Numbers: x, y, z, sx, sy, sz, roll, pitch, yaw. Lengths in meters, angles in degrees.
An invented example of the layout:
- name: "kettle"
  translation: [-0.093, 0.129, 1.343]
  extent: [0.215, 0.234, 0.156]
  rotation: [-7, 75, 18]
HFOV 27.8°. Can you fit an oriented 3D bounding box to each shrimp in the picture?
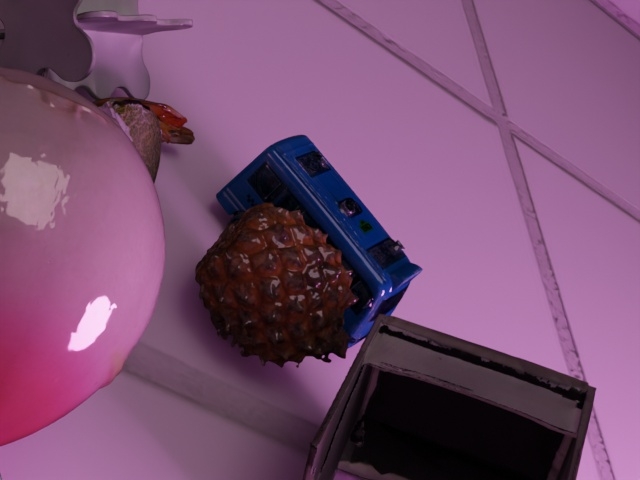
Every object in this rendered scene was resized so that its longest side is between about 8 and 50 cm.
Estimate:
- name: "shrimp"
  translation: [-0.195, -0.144, 1.506]
  extent: [0.162, 0.095, 0.045]
  rotation: [12, 58, -45]

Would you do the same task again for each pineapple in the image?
- name: "pineapple"
  translation: [-0.040, 0.060, 1.405]
  extent: [0.193, 0.166, 0.166]
  rotation: [43, 29, -7]

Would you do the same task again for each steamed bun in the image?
- name: "steamed bun"
  translation: [-0.270, 0.036, 0.998]
  extent: [0.309, 0.309, 0.309]
  rotation: [33, 32, -24]

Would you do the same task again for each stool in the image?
- name: "stool"
  translation: [0.123, 0.234, 1.294]
  extent: [0.244, 0.170, 0.269]
  rotation: [18, 28, 9]

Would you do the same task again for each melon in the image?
- name: "melon"
  translation: [-0.223, -0.077, 1.419]
  extent: [0.202, 0.093, 0.139]
  rotation: [46, 38, -77]

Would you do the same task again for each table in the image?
- name: "table"
  translation: [-0.257, -0.241, 1.479]
  extent: [0.166, 0.166, 0.198]
  rotation: [55, 26, 13]

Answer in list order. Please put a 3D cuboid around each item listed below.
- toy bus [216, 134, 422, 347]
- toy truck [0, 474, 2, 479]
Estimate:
- name: "toy bus"
  translation: [0.000, 0.000, 1.548]
  extent: [0.246, 0.134, 0.113]
  rotation: [51, 29, 8]
- name: "toy truck"
  translation: [-0.296, 0.260, 0.853]
  extent: [0.135, 0.128, 0.259]
  rotation: [59, 28, -7]
